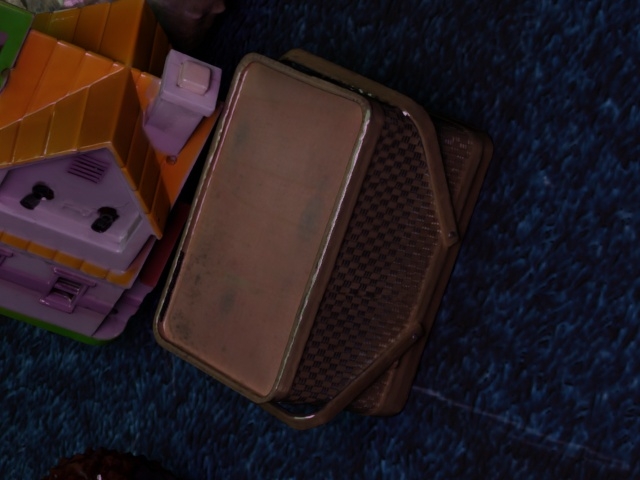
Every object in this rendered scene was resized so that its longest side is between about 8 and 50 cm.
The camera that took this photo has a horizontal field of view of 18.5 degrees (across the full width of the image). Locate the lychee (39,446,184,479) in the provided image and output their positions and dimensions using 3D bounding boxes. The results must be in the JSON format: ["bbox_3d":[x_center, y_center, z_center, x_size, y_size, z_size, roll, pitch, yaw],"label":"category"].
[{"bbox_3d":[-0.170,0.266,1.593,0.188,0.188,0.188,-11,74,42],"label":"lychee"}]

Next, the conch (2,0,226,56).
[{"bbox_3d":[-0.148,-0.240,1.689,0.291,0.159,0.210,-16,56,0],"label":"conch"}]

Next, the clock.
[{"bbox_3d":[-0.205,-0.075,1.584,0.309,0.235,0.166,-49,26,49],"label":"clock"}]

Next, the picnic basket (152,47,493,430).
[{"bbox_3d":[0.000,0.000,1.499,0.165,0.139,0.267,25,99,44],"label":"picnic basket"}]
